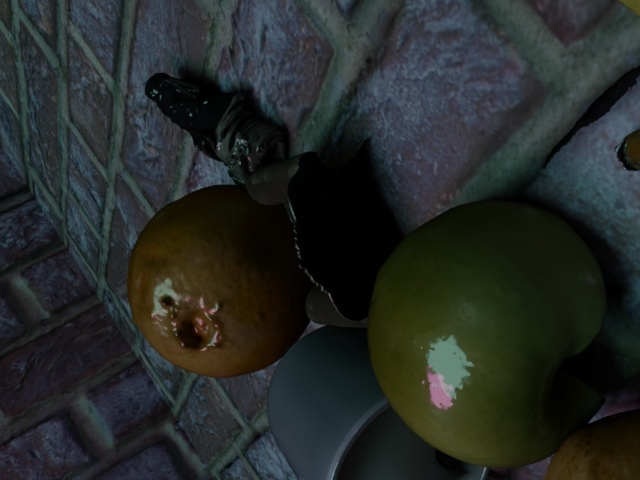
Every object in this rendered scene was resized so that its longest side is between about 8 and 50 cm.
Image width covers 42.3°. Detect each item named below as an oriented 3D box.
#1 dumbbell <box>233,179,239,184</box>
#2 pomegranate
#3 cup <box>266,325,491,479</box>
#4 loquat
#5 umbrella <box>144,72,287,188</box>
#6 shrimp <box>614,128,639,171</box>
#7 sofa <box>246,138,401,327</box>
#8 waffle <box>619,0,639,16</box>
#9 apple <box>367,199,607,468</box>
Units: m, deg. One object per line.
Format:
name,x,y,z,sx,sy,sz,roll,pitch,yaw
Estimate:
dumbbell,-0.127,-0.120,1.446,0.040,0.036,0.083,63,153,-6
pomegranate,0.344,0.285,0.834,0.248,0.248,0.248,41,148,33
cup,0.105,0.287,1.233,0.357,0.259,0.274,30,-177,-32
loquat,-0.157,0.064,1.371,0.328,0.328,0.328,41,148,33
umbrella,-0.197,-0.210,1.397,0.358,0.113,0.106,37,167,39
shrimp,0.330,-0.025,0.742,0.166,0.049,0.161,34,141,43
sofa,0.000,0.000,1.185,0.200,0.182,0.258,-6,111,62
waffle,0.268,-0.246,0.615,0.274,0.057,0.168,45,150,27
apple,0.174,0.114,0.940,0.258,0.233,0.295,31,142,42
